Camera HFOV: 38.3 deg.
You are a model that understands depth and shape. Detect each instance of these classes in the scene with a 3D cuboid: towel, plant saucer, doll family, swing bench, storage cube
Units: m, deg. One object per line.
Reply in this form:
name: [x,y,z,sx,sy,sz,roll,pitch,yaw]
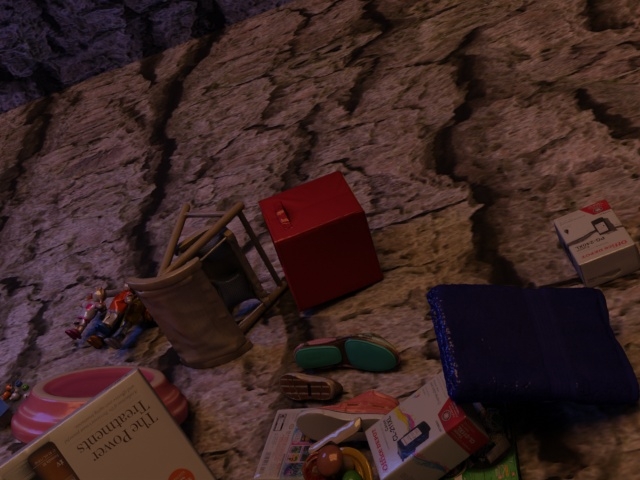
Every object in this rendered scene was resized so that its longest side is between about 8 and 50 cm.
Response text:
towel: [0.334,0.171,1.483,0.308,0.076,0.228,3,45,-10]
plant saucer: [-0.422,0.310,1.772,0.332,0.084,0.332,-2,7,0]
doll family: [-0.466,0.171,2.129,0.263,0.118,0.163,-12,40,51]
swing bench: [-0.229,0.095,1.921,0.165,0.253,0.255,0,43,33]
storage cube: [0.000,0.000,1.937,0.193,0.215,0.184,-21,34,-3]

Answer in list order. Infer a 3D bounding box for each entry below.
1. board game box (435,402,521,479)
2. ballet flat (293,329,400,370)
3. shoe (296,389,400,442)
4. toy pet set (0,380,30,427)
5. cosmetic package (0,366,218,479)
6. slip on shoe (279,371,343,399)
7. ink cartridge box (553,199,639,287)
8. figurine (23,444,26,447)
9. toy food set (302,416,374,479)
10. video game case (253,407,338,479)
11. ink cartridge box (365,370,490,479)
board game box: [0.248,0.358,1.467,0.136,0.030,0.260,-14,37,15]
ballet flat: [0.056,0.206,1.759,0.221,0.077,0.079,-7,20,27]
shoe: [0.051,0.308,1.617,0.178,0.064,0.081,-2,23,20]
toy pet set: [-0.702,0.353,2.066,0.122,0.065,0.114,12,50,43]
cosmetic package: [-0.384,0.440,1.558,0.377,0.284,0.097,-36,4,-11]
slip on shoe: [-0.018,0.274,1.741,0.135,0.051,0.041,-5,0,41]
ink cartridge box: [0.513,0.005,1.712,0.109,0.063,0.150,-22,35,7]
figurine: [-0.594,0.472,1.737,0.209,0.092,0.215,-39,3,-25]
toy food set: [0.016,0.394,1.484,0.128,0.071,0.218,-30,49,25]
video game case: [-0.034,0.366,1.650,0.143,0.019,0.157,-8,38,25]
ink cartridge box: [0.168,0.315,1.484,0.175,0.072,0.127,-40,28,11]
